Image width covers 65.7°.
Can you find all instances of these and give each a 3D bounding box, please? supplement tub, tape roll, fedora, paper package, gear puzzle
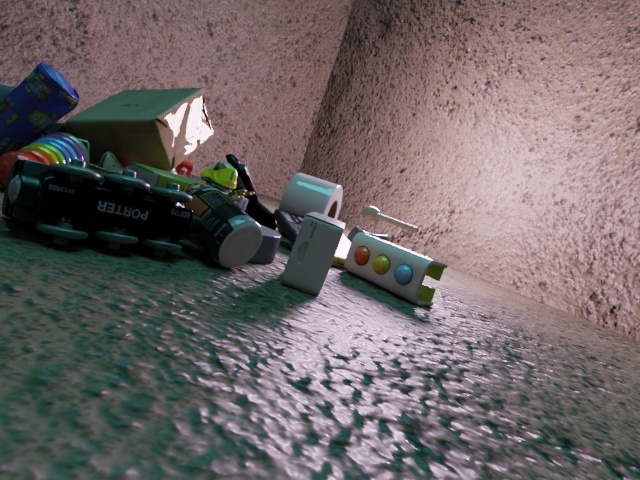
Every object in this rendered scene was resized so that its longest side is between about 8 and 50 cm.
[{"bbox_3d":[-0.220,-0.037,1.040,0.190,0.117,0.117,39,16,31],"label":"supplement tub"},{"bbox_3d":[-0.037,-0.116,1.869,0.169,0.246,0.246,19,6,14],"label":"tape roll"},{"bbox_3d":[-0.210,-0.012,1.224,0.219,0.072,0.219,18,7,-2],"label":"tape roll"},{"bbox_3d":[0.171,0.021,1.816,0.244,0.124,0.275,20,6,21],"label":"fedora"},{"bbox_3d":[-0.556,-0.361,1.571,0.325,0.168,0.309,4,36,18],"label":"paper package"},{"bbox_3d":[-0.295,-0.106,1.243,0.176,0.044,0.339,-8,5,40],"label":"gear puzzle"}]

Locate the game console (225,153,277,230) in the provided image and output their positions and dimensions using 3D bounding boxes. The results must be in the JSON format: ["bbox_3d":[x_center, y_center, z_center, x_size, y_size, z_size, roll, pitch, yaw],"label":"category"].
[{"bbox_3d":[-0.249,-0.162,1.630,0.213,0.044,0.361,40,-17,21],"label":"game console"}]

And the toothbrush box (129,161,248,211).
[{"bbox_3d":[-0.387,-0.117,1.419,0.283,0.122,0.206,15,6,-42],"label":"toothbrush box"}]

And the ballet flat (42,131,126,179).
[{"bbox_3d":[-0.666,-0.224,1.436,0.349,0.123,0.123,22,4,-18],"label":"ballet flat"}]

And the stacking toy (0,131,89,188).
[{"bbox_3d":[-0.667,-0.181,1.173,0.141,0.141,0.330,17,11,-12],"label":"stacking toy"}]

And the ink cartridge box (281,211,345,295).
[{"bbox_3d":[-0.012,0.022,1.113,0.093,0.154,0.212,20,5,3],"label":"ink cartridge box"}]

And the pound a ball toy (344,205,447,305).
[{"bbox_3d":[0.197,0.031,1.411,0.136,0.208,0.319,13,9,-45],"label":"pound a ball toy"}]

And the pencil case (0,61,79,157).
[{"bbox_3d":[-0.767,-0.314,1.291,0.119,0.306,0.133,52,8,38],"label":"pencil case"}]

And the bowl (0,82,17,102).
[{"bbox_3d":[-1.036,-0.374,1.427,0.312,0.163,0.311,4,9,-1],"label":"bowl"}]

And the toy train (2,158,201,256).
[{"bbox_3d":[-0.384,-0.060,0.886,0.190,0.142,0.334,11,-1,42],"label":"toy train"}]

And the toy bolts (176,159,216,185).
[{"bbox_3d":[-0.457,-0.158,1.766,0.229,0.158,0.218,26,42,-27],"label":"toy bolts"}]

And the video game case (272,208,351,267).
[{"bbox_3d":[0.000,0.000,1.599,0.248,0.035,0.275,14,23,-33],"label":"video game case"}]

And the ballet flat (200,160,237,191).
[{"bbox_3d":[-0.299,-0.199,1.487,0.077,0.077,0.231,16,5,-30],"label":"ballet flat"}]

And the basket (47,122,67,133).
[{"bbox_3d":[-0.850,-0.305,1.616,0.227,0.154,0.204,15,-23,28],"label":"basket"}]

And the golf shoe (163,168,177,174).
[{"bbox_3d":[-0.543,-0.260,1.662,0.198,0.077,0.093,40,-13,46],"label":"golf shoe"}]
